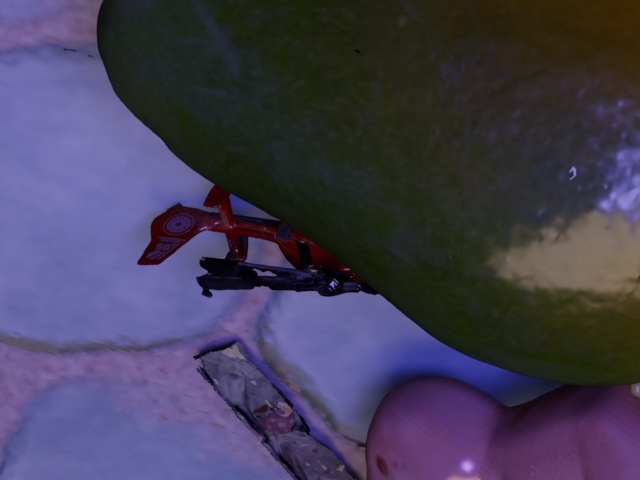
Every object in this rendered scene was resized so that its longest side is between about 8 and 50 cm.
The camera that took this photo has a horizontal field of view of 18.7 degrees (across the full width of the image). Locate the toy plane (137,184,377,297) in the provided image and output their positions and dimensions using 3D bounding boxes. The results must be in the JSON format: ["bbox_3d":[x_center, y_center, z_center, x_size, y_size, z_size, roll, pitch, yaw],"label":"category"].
[{"bbox_3d":[0.000,0.000,0.752,0.145,0.060,0.037,7,136,22],"label":"toy plane"}]

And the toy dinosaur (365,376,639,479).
[{"bbox_3d":[0.122,0.075,0.786,0.177,0.152,0.194,37,125,21],"label":"toy dinosaur"}]

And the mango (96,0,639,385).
[{"bbox_3d":[0.051,-0.049,0.647,0.251,0.114,0.156,27,102,10],"label":"mango"}]

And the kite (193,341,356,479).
[{"bbox_3d":[0.035,0.149,0.923,0.335,0.011,0.314,-17,129,21],"label":"kite"}]
